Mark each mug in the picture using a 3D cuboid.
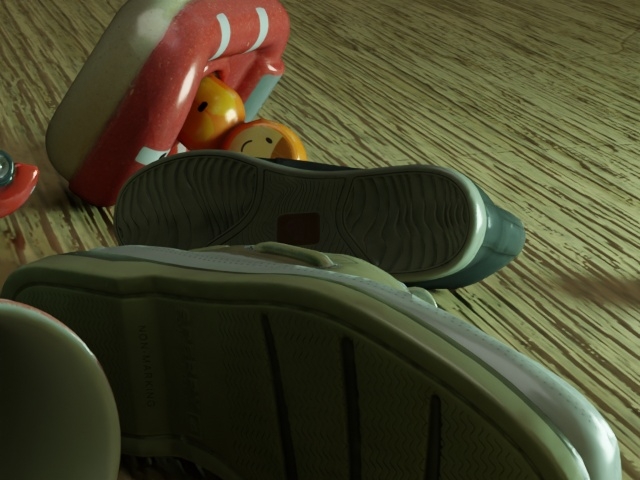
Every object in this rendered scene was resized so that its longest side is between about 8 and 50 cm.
[{"bbox_3d":[-0.171,0.048,0.618,0.150,0.113,0.169,39,-12,-35],"label":"mug"}]

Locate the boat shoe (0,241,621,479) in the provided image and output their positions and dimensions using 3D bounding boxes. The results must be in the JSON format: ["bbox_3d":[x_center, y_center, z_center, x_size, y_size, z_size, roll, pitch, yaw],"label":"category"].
[{"bbox_3d":[0.002,0.050,0.698,0.302,0.113,0.103,17,24,42],"label":"boat shoe"}]

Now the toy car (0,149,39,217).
[{"bbox_3d":[-0.310,-0.041,1.004,0.225,0.053,0.239,-2,-14,28],"label":"toy car"}]

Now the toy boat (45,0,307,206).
[{"bbox_3d":[-0.074,-0.079,1.184,0.151,0.151,0.231,39,23,11],"label":"toy boat"}]

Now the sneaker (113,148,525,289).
[{"bbox_3d":[0.000,0.000,1.006,0.222,0.083,0.118,4,-6,23],"label":"sneaker"}]
